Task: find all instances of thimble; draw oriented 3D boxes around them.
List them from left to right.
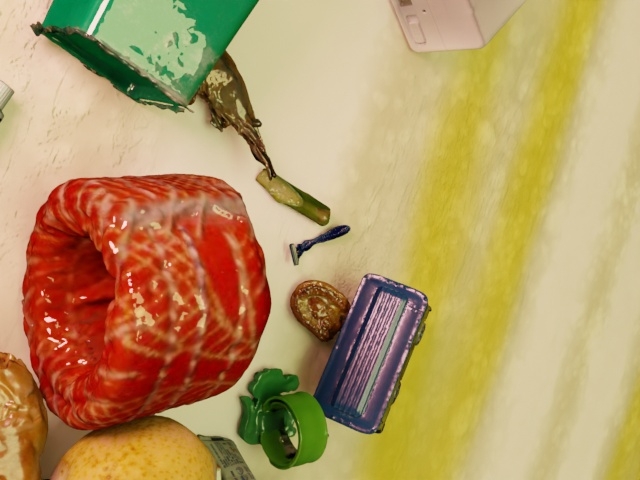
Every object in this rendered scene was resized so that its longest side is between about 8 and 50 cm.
[{"bbox_3d":[-0.246,0.072,0.981,0.230,0.350,0.350,-4,101,-42],"label":"thimble"}]

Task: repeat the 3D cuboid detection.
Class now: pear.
[{"bbox_3d":[-0.244,0.368,0.967,0.271,0.271,0.271,-10,104,-42],"label":"pear"}]

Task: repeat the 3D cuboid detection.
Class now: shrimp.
[{"bbox_3d":[-0.164,-0.206,1.189,0.117,0.066,0.262,-27,102,-21],"label":"shrimp"}]

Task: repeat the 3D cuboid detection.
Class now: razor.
[{"bbox_3d":[-0.003,0.000,1.399,0.154,0.028,0.044,-26,110,-36],"label":"razor"}]

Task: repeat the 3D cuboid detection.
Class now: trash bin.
[{"bbox_3d":[-0.187,-0.386,0.991,0.259,0.295,0.381,32,82,-41],"label":"trash bin"}]

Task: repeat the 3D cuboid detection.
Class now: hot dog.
[{"bbox_3d":[0.003,0.137,1.408,0.099,0.065,0.147,-51,130,-13],"label":"hot dog"}]

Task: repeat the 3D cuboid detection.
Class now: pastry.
[{"bbox_3d":[-0.482,0.280,0.911,0.255,0.162,0.311,12,79,-22],"label":"pastry"}]

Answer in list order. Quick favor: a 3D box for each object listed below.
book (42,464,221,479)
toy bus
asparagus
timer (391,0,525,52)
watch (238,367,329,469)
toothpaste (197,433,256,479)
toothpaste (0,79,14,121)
[{"bbox_3d":[-0.336,0.481,1.086,0.371,0.043,0.260,2,94,-24],"label":"book"},{"bbox_3d":[0.107,0.228,1.429,0.288,0.138,0.175,-67,164,-9],"label":"toy bus"},{"bbox_3d":[-0.047,-0.079,1.336,0.178,0.041,0.045,30,69,-41],"label":"asparagus"},{"bbox_3d":[0.272,-0.512,1.446,0.195,0.194,0.192,-48,126,-25],"label":"timer"},{"bbox_3d":[-0.064,0.329,1.323,0.131,0.152,0.165,3,98,-40],"label":"watch"},{"bbox_3d":[-0.127,0.420,1.211,0.069,0.268,0.047,-14,128,-27],"label":"toothpaste"},{"bbox_3d":[-0.493,-0.084,0.918,0.075,0.048,0.297,44,72,-42],"label":"toothpaste"}]
